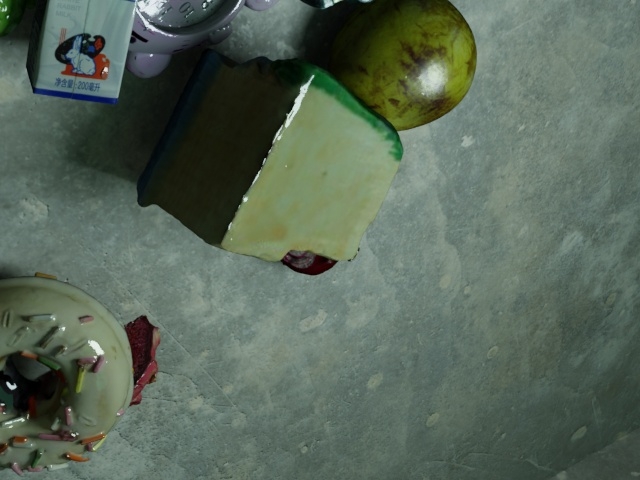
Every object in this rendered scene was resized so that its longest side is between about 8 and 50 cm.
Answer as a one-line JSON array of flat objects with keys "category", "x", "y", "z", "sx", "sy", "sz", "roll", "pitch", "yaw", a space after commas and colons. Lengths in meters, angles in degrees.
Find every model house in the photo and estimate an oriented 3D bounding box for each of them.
[{"category": "model house", "x": -0.104, "y": -0.159, "z": 1.562, "sx": 0.382, "sy": 0.343, "sz": 0.334, "roll": 19, "pitch": 99, "yaw": -53}]

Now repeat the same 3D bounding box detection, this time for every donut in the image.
[{"category": "donut", "x": -0.523, "y": 0.248, "z": 1.549, "sx": 0.383, "sy": 0.142, "sz": 0.382, "roll": -2, "pitch": 109, "yaw": -6}]

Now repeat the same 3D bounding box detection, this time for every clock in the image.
[{"category": "clock", "x": -0.235, "y": -0.437, "z": 1.395, "sx": 0.322, "sy": 0.113, "sz": 0.295, "roll": -40, "pitch": 136, "yaw": -5}]

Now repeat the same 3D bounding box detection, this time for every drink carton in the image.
[{"category": "drink carton", "x": -0.330, "y": -0.360, "z": 1.245, "sx": 0.131, "sy": 0.106, "sz": 0.315, "roll": 3, "pitch": 123, "yaw": -29}]

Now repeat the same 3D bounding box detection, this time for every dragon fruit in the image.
[{"category": "dragon fruit", "x": -0.416, "y": 0.293, "z": 1.748, "sx": 0.274, "sy": 0.161, "sz": 0.126, "roll": -32, "pitch": 132, "yaw": -18}]

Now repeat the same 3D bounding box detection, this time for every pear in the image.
[{"category": "pear", "x": 0.153, "y": -0.333, "z": 1.647, "sx": 0.284, "sy": 0.283, "sz": 0.283, "roll": -20, "pitch": 130, "yaw": -25}]

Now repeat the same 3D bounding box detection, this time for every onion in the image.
[{"category": "onion", "x": 0.007, "y": -0.008, "z": 1.841, "sx": 0.135, "sy": 0.198, "sz": 0.173, "roll": -46, "pitch": 143, "yaw": -47}]

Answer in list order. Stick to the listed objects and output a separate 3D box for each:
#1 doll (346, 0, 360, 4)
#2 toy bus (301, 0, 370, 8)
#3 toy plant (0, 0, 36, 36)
[{"category": "doll", "x": 0.018, "y": -0.505, "z": 1.577, "sx": 0.159, "sy": 0.059, "sz": 0.158, "roll": -3, "pitch": 124, "yaw": -34}, {"category": "toy bus", "x": 0.082, "y": -0.502, "z": 1.443, "sx": 0.276, "sy": 0.133, "sz": 0.164, "roll": -25, "pitch": 124, "yaw": -14}, {"category": "toy plant", "x": -0.459, "y": -0.425, "z": 1.180, "sx": 0.224, "sy": 0.185, "sz": 0.315, "roll": -63, "pitch": 160, "yaw": -46}]
